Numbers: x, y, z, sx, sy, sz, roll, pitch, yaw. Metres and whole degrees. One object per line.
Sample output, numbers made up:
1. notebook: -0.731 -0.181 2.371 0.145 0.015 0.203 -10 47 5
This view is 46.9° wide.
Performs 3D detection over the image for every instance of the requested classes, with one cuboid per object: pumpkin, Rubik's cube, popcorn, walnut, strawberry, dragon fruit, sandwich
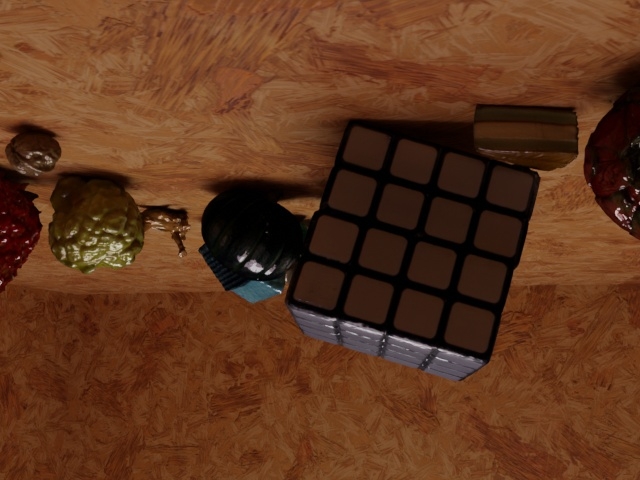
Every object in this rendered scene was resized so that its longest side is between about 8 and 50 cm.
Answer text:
1. pumpkin: -0.147 -0.026 1.687 0.250 0.216 0.250 32 -179 -1
2. Rubik's cube: 0.155 0.035 1.317 0.343 0.337 0.344 16 167 7
3. popcorn: -0.515 -0.043 1.661 0.206 0.251 0.237 -19 140 -20
4. walnut: -0.511 -0.155 1.318 0.079 0.082 0.096 -35 164 19
5. strawberry: -0.753 0.017 1.569 0.292 0.343 0.292 0 151 0
6. dragon fruit: 0.485 -0.114 1.008 0.244 0.244 0.299 -5 173 33
7. sandwich: 0.313 -0.158 1.177 0.163 0.079 0.113 1 170 -2

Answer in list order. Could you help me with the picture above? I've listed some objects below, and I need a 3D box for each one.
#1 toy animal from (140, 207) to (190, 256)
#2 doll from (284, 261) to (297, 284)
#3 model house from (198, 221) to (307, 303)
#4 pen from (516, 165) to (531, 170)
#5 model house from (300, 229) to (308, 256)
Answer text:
1. toy animal: -0.428 -0.049 1.897 0.255 0.114 0.116 18 -156 -45
2. doll: 0.020 0.100 1.639 0.196 0.152 0.256 -6 170 -4
3. model house: -0.206 0.019 1.993 0.241 0.226 0.261 27 158 -17
4. pen: 0.317 -0.117 1.535 0.033 0.033 0.269 10 167 -38
5. model house: 0.000 0.000 2.062 0.119 0.149 0.148 33 139 -9
